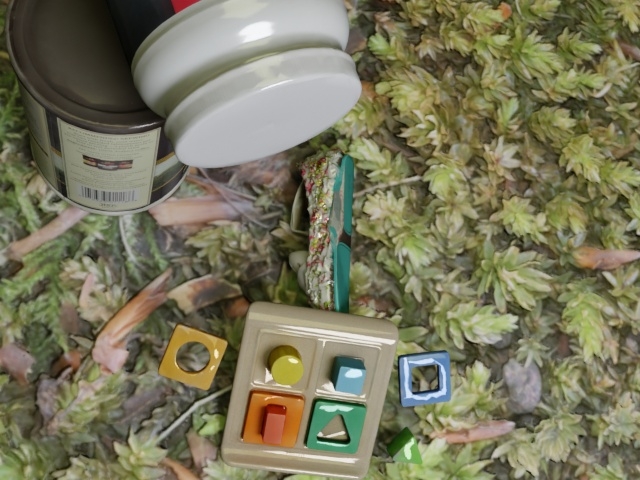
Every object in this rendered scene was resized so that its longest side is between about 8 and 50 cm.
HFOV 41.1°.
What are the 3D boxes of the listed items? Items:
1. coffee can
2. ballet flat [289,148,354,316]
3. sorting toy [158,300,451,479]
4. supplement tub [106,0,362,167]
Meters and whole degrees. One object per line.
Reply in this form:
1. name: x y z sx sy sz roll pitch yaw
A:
1. coffee can: -0.226 -0.162 0.936 0.201 0.275 0.202 4 74 -13
2. ballet flat: 0.000 0.000 1.061 0.077 0.091 0.241 -3 68 17
3. sorting toy: -0.012 0.178 0.976 0.347 0.047 0.196 9 99 -11
4. supplement tub: -0.090 -0.221 0.737 0.191 0.191 0.272 -18 79 -18
